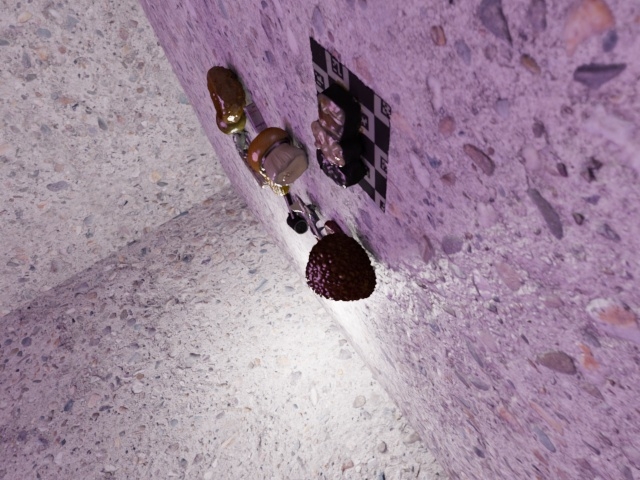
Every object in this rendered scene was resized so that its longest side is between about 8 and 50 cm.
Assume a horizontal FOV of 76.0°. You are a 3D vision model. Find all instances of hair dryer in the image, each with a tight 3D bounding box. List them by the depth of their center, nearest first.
[{"bbox_3d":[-0.153,-0.168,2.086,0.195,0.078,0.248,38,148,61],"label":"hair dryer"}]

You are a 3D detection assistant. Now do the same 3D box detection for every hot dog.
[{"bbox_3d":[-0.360,-0.401,2.268,0.268,0.075,0.144,55,172,0],"label":"hot dog"}]

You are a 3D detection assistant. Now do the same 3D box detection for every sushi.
[{"bbox_3d":[0.032,-0.238,0.988,0.296,0.100,0.373,52,167,26],"label":"sushi"}]

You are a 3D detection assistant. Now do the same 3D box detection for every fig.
[{"bbox_3d":[-0.429,-0.582,1.890,0.186,0.142,0.148,47,145,-16],"label":"fig"}]

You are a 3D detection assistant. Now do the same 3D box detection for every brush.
[{"bbox_3d":[-0.142,-0.278,1.489,0.166,0.174,0.266,44,174,14],"label":"brush"}]

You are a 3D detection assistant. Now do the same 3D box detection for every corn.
[{"bbox_3d":[-0.211,-0.309,1.815,0.106,0.106,0.305,51,170,30],"label":"corn"}]

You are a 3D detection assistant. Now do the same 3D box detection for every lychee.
[{"bbox_3d":[0.077,0.109,1.441,0.271,0.271,0.271,54,168,17],"label":"lychee"}]

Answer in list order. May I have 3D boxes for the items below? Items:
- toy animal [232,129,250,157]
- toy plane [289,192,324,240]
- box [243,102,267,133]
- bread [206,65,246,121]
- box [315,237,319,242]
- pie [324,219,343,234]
[{"bbox_3d":[-0.418,-0.547,2.109,0.170,0.090,0.255,27,142,60],"label":"toy animal"},{"bbox_3d":[-0.032,-0.090,1.737,0.262,0.088,0.192,49,175,-8],"label":"toy plane"},{"bbox_3d":[-0.265,-0.497,1.667,0.117,0.051,0.036,61,166,-27],"label":"box"},{"bbox_3d":[-0.381,-0.598,1.683,0.230,0.123,0.230,160,90,-75],"label":"bread"},{"bbox_3d":[0.000,0.000,1.965,0.051,0.023,0.082,39,159,55],"label":"box"},{"bbox_3d":[0.062,-0.015,1.628,0.154,0.036,0.154,54,168,16],"label":"pie"}]
